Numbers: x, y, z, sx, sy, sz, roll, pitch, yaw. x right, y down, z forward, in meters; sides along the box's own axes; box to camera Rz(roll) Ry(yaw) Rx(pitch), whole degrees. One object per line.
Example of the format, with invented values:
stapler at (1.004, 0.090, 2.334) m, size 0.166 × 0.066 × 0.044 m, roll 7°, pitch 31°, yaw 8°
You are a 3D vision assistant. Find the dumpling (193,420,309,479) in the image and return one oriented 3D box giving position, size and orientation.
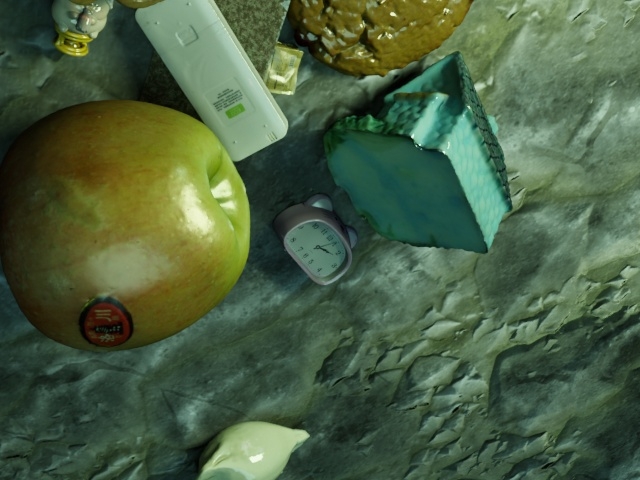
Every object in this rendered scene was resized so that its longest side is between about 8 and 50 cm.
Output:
dumpling at (-0.144, 0.428, 1.611) m, size 0.252 × 0.131 × 0.179 m, roll -19°, pitch 151°, yaw -34°

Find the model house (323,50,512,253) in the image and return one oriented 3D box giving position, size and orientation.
model house at (0.172, -0.156, 1.291) m, size 0.241 × 0.226 × 0.261 m, roll -57°, pitch 137°, yaw -25°

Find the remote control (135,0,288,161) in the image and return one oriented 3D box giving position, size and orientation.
remote control at (-0.145, -0.230, 1.145) m, size 0.103 × 0.034 × 0.250 m, roll -27°, pitch 114°, yaw 16°

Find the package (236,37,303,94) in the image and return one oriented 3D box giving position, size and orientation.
package at (-0.095, -0.251, 1.185) m, size 0.131 × 0.047 × 0.071 m, roll 7°, pitch 117°, yaw -24°

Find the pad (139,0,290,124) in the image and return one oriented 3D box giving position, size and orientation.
pad at (-0.145, -0.267, 1.150) m, size 0.158 × 0.003 × 0.235 m, roll 19°, pitch 117°, yaw -6°

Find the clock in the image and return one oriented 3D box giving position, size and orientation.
clock at (0.000, 0.000, 1.394) m, size 0.110 × 0.050 × 0.153 m, roll -36°, pitch 128°, yaw 6°

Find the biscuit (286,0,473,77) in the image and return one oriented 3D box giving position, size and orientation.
biscuit at (0.089, -0.360, 1.162) m, size 0.296 × 0.075 × 0.296 m, roll -9°, pitch 126°, yaw -13°

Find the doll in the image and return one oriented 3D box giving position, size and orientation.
doll at (-0.300, -0.294, 1.058) m, size 0.073 × 0.084 × 0.127 m, roll 10°, pitch 127°, yaw -27°

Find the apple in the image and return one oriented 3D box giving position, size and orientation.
apple at (-0.247, -0.015, 1.113) m, size 0.305 × 0.338 × 0.338 m, roll -10°, pitch 127°, yaw -2°

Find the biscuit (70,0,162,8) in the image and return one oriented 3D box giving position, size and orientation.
biscuit at (-0.194, -0.363, 0.991) m, size 0.320 × 0.047 × 0.183 m, roll -10°, pitch 137°, yaw -39°
